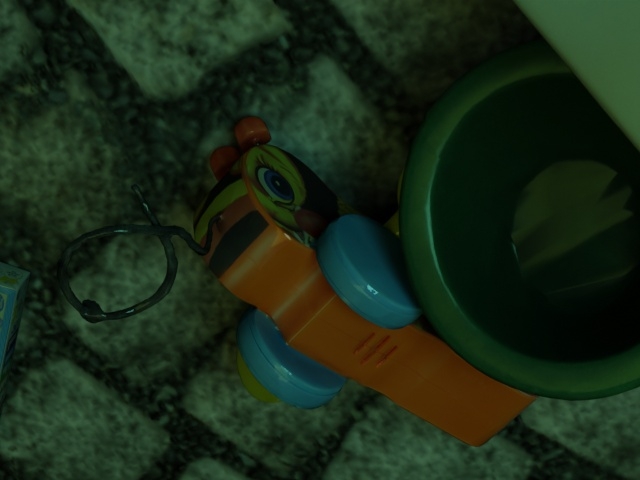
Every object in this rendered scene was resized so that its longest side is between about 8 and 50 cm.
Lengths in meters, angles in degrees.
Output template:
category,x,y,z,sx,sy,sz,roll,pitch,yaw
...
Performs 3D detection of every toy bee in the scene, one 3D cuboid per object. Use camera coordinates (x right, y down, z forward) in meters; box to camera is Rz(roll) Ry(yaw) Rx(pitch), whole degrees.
category,x,y,z,sx,sy,sz,roll,pitch,yaw
toy bee,0.000,0.000,0.799,0.195,0.162,0.298,-28,134,14

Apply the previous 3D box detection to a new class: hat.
category,x,y,z,sx,sy,sz,roll,pitch,yaw
hat,0.149,-0.006,0.784,0.173,0.183,0.209,-2,96,17

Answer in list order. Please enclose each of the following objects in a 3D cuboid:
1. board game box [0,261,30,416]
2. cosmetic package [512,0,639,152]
category,x,y,z,sx,sy,sz,roll,pitch,yaw
board game box,-0.259,0.073,0.937,0.103,0.026,0.154,19,119,1
cosmetic package,0.144,-0.167,0.594,0.160,0.113,0.309,-49,62,26
